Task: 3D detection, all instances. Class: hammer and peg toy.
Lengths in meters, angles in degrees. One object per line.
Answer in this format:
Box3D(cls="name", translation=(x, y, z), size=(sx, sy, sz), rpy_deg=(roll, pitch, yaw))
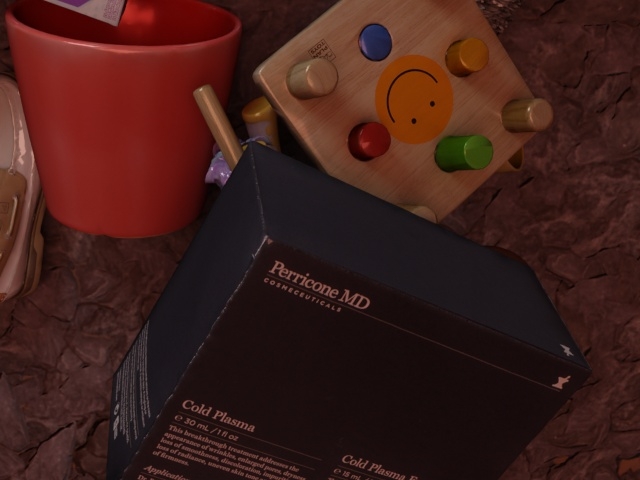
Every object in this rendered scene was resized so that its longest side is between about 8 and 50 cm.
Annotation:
Box3D(cls="hammer and peg toy", translation=(0.052, -0.120, 0.967), size=(0.361, 0.127, 0.266), rpy_deg=(-41, 108, -15))

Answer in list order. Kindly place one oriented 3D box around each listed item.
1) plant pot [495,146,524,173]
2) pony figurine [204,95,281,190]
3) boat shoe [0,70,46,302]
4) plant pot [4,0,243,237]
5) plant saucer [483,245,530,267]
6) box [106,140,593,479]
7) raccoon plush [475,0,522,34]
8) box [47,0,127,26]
Box3D(cls="plant pot", translation=(0.196, -0.142, 1.207), size=(0.095, 0.134, 0.134), rpy_deg=(-16, 108, 27))
Box3D(cls="pony figurine", translation=(0.000, 0.000, 1.149), size=(0.351, 0.303, 0.363), rpy_deg=(-37, 128, -18))
Box3D(cls="boat shoe", translation=(-0.414, -0.061, 1.175), size=(0.113, 0.103, 0.302), rpy_deg=(12, 107, 30))
Box3D(cls="plant pot", translation=(-0.231, -0.151, 1.111), size=(0.275, 0.275, 0.243), rpy_deg=(3, 116, -4))
Box3D(cls="plant saucer", translation=(0.232, 0.092, 1.314), size=(0.169, 0.029, 0.168), rpy_deg=(-1, 106, -3))
Box3D(cls="box", translation=(0.015, 0.129, 0.898), size=(0.343, 0.179, 0.312), rpy_deg=(23, 116, -22))
Box3D(cls="raccoon plush", translation=(0.254, -0.330, 1.010), size=(0.216, 0.446, 0.299), rpy_deg=(35, 88, -25))
Box3D(cls="box", translation=(-0.258, -0.389, 0.932), size=(0.201, 0.057, 0.293), rpy_deg=(18, 116, -13))
